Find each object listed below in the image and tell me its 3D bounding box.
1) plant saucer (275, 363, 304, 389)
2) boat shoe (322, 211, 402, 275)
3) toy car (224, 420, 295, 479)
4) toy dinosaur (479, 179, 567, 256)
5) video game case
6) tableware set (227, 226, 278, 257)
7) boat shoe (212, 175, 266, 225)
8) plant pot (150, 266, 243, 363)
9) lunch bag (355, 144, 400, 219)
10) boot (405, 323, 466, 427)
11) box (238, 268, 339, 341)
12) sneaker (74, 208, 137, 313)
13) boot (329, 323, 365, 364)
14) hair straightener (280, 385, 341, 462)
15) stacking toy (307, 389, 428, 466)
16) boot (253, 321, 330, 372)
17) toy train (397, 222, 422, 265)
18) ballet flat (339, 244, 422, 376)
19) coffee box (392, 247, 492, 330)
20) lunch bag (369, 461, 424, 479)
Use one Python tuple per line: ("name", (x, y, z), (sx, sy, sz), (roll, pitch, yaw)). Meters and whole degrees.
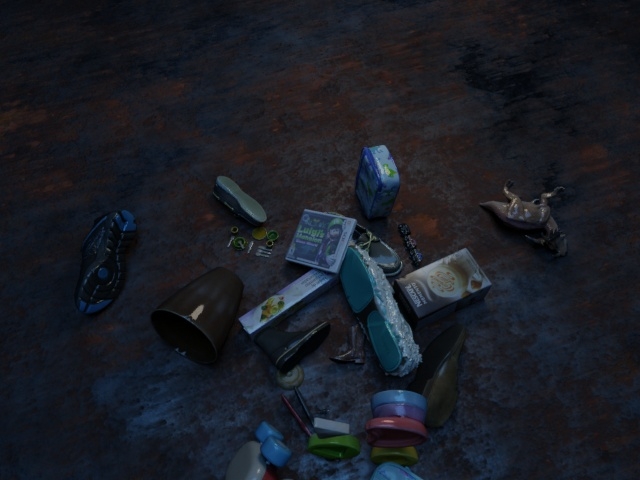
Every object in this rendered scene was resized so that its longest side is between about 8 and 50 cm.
("plant saucer", (-0.087, 0.377, 1.468), (0.083, 0.015, 0.083), (-1, 60, 1))
("boat shoe", (0.119, 0.009, 1.632), (0.305, 0.091, 0.109), (30, 65, 17))
("toy car", (-0.109, 0.613, 1.266), (0.238, 0.210, 0.219), (40, 80, -10))
("toy dinosaur", (0.650, -0.070, 1.655), (0.295, 0.127, 0.200), (13, 68, 15))
("video game case", (0.000, 0.000, 1.584), (0.190, 0.022, 0.173), (13, 76, 33))
("tableware set", (-0.219, -0.007, 1.688), (0.154, 0.024, 0.104), (14, 61, 10))
("boat shoe", (-0.269, -0.119, 1.731), (0.228, 0.069, 0.081), (44, 30, 18))
("plant pot", (-0.322, 0.191, 1.489), (0.215, 0.215, 0.230), (23, 49, 14))
("lunch bag", (0.175, -0.186, 1.671), (0.090, 0.219, 0.176), (-10, 61, -12))
("boot", (0.336, 0.368, 1.437), (0.115, 0.112, 0.305), (42, 61, -10))
("box", (-0.090, 0.177, 1.555), (0.324, 0.067, 0.063), (-33, 64, -17))
("sneaker", (-0.681, 0.066, 1.622), (0.139, 0.125, 0.341), (-5, 59, 31))
("boot", (0.079, 0.294, 1.499), (0.106, 0.037, 0.114), (8, 63, -9))
("hair straightener", (-0.009, 0.481, 1.388), (0.089, 0.047, 0.230), (-33, 65, -16))
("stacking toy", (0.113, 0.435, 1.266), (0.279, 0.309, 0.130), (5, 53, 1))
("boot", (-0.081, 0.270, 1.504), (0.198, 0.077, 0.137), (-33, 49, -29))
("toy train", (0.288, 0.011, 1.666), (0.036, 0.027, 0.158), (-8, 59, -16))
("ballet flat", (0.173, 0.201, 1.512), (0.147, 0.147, 0.409), (-17, 62, -8))
("coffee box", (0.355, 0.144, 1.545), (0.246, 0.098, 0.141), (-23, 62, -12))
("lunch bag", (0.211, 0.672, 1.238), (0.279, 0.108, 0.224), (26, 64, 15))
